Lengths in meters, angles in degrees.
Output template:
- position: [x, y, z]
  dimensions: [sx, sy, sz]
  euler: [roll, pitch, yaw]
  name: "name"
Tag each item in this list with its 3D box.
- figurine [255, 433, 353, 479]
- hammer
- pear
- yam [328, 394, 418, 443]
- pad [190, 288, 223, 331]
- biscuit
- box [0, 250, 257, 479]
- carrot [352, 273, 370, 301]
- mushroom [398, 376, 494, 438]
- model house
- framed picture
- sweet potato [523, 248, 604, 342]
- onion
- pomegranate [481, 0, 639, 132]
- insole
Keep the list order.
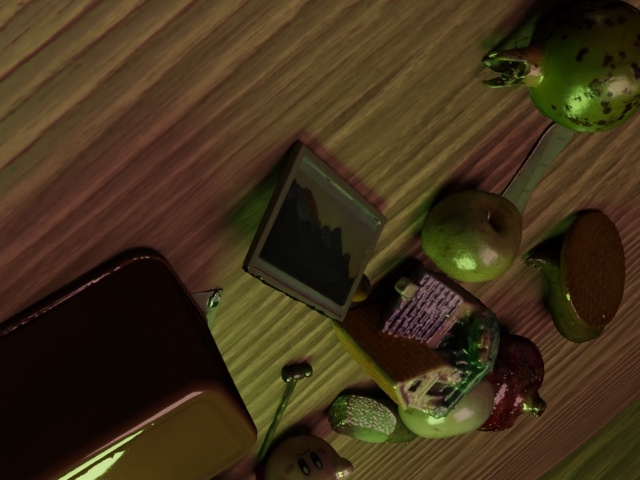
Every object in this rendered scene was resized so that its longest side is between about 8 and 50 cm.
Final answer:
- position: [-0.034, 0.486, 1.468]
  dimensions: [0.173, 0.173, 0.173]
  euler: [-23, 140, -21]
  name: "figurine"
- position: [-0.084, 0.346, 1.402]
  dimensions: [0.058, 0.029, 0.292]
  euler: [-6, 134, -34]
  name: "hammer"
- position: [0.261, -0.007, 1.218]
  dimensions: [0.167, 0.167, 0.136]
  euler: [-11, 151, -33]
  name: "pear"
- position: [0.128, 0.394, 1.570]
  dimensions: [0.106, 0.106, 0.259]
  euler: [-51, 143, 15]
  name: "yam"
- position: [-0.275, 0.151, 1.048]
  dimensions: [0.265, 0.009, 0.159]
  euler: [-8, 134, -34]
  name: "pad"
- position: [0.594, 0.064, 1.559]
  dimensions: [0.262, 0.037, 0.261]
  euler: [3, 86, -40]
  name: "biscuit"
- position: [-0.282, 0.225, 0.927]
  dimensions: [0.339, 0.229, 0.239]
  euler: [-31, 143, -8]
  name: "box"
- position: [-0.004, 0.048, 1.127]
  dimensions: [0.070, 0.070, 0.260]
  euler: [-49, 145, 12]
  name: "carrot"
- position: [0.258, 0.311, 1.520]
  dimensions: [0.207, 0.215, 0.207]
  euler: [-16, 174, -2]
  name: "mushroom"
- position: [0.176, 0.181, 1.298]
  dimensions: [0.237, 0.202, 0.237]
  euler: [-50, 143, 14]
  name: "model house"
- position: [0.001, 0.000, 1.046]
  dimensions: [0.265, 0.018, 0.192]
  euler: [34, 76, -52]
  name: "framed picture"
- position: [0.583, 0.125, 1.659]
  dimensions: [0.130, 0.130, 0.422]
  euler: [-40, 135, 1]
  name: "sweet potato"
- position: [0.431, 0.342, 1.670]
  dimensions: [0.252, 0.219, 0.252]
  euler: [-27, 136, -29]
  name: "onion"
- position: [0.367, -0.252, 1.047]
  dimensions: [0.246, 0.198, 0.198]
  euler: [-10, 149, 20]
  name: "pomegranate"
- position: [0.376, -0.082, 1.355]
  dimensions: [0.119, 0.009, 0.348]
  euler: [0, 128, -40]
  name: "insole"
